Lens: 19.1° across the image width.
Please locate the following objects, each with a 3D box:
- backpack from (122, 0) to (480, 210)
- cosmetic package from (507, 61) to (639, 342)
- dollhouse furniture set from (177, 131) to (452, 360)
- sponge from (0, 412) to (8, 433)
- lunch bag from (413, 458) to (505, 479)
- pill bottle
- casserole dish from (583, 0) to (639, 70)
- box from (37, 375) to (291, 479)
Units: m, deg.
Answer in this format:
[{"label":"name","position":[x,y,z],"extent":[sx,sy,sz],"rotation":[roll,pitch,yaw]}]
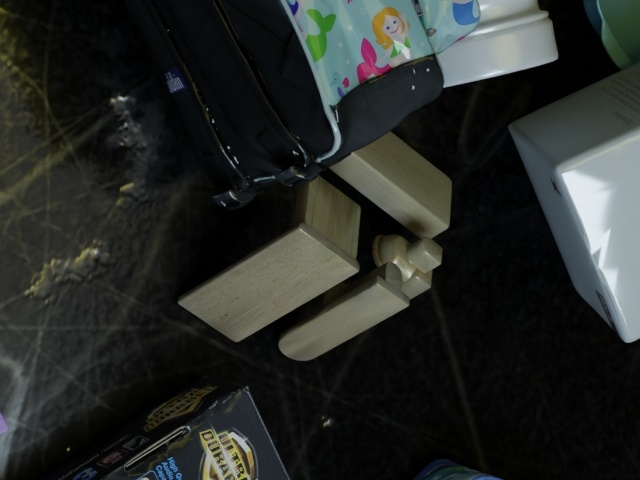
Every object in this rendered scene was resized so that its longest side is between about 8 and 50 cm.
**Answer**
[{"label":"backpack","position":[-0.035,-0.178,1.223],"extent":[0.191,0.225,0.253],"rotation":[-36,99,-26]},{"label":"cosmetic package","position":[0.264,-0.045,1.425],"extent":[0.184,0.151,0.151],"rotation":[-25,108,-1]},{"label":"dollhouse furniture set","position":[0.000,0.000,1.373],"extent":[0.144,0.123,0.151],"rotation":[36,40,-29]},{"label":"sponge","position":[-0.296,0.066,1.191],"extent":[0.117,0.031,0.210],"rotation":[-36,111,-24]},{"label":"lunch bag","position":[0.134,0.280,1.441],"extent":[0.219,0.090,0.176],"rotation":[32,76,-30]},{"label":"pill bottle","position":[0.091,-0.236,1.334],"extent":[0.136,0.136,0.245],"rotation":[-17,96,-30]},{"label":"casserole dish","position":[0.278,-0.209,1.524],"extent":[0.188,0.037,0.114],"rotation":[-47,115,-21]},{"label":"box","position":[-0.120,0.291,1.294],"extent":[0.293,0.073,0.295],"rotation":[-33,110,-26]}]
